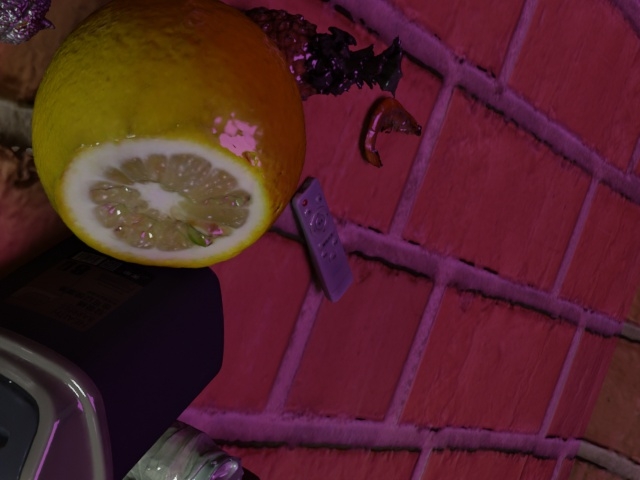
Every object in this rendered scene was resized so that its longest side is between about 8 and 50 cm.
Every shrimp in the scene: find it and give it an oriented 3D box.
[{"bbox_3d":[0.093,-0.136,1.790,0.127,0.025,0.091,11,99,-56],"label":"shrimp"}]

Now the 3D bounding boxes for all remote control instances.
[{"bbox_3d":[0.000,0.000,1.722,0.050,0.027,0.184,-52,141,-31],"label":"remote control"}]

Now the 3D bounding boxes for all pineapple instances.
[{"bbox_3d":[-0.008,-0.181,1.424,0.108,0.197,0.108,9,90,-73],"label":"pineapple"}]

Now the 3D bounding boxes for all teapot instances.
[{"bbox_3d":[-0.182,0.217,1.372,0.107,0.200,0.077,-43,141,-41],"label":"teapot"}]

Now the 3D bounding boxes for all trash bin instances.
[{"bbox_3d":[-0.231,0.120,1.235,0.290,0.209,0.182,-42,140,-48],"label":"trash bin"}]

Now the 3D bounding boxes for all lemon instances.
[{"bbox_3d":[-0.131,-0.112,1.228,0.240,0.240,0.219,67,18,-51],"label":"lemon"}]

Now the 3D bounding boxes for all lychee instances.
[{"bbox_3d":[-0.255,-0.190,1.135,0.083,0.067,0.068,28,44,-35],"label":"lychee"}]

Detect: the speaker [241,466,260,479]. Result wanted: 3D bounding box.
[{"bbox_3d":[-0.196,0.317,1.429,0.231,0.192,0.153,-23,128,-47],"label":"speaker"}]
